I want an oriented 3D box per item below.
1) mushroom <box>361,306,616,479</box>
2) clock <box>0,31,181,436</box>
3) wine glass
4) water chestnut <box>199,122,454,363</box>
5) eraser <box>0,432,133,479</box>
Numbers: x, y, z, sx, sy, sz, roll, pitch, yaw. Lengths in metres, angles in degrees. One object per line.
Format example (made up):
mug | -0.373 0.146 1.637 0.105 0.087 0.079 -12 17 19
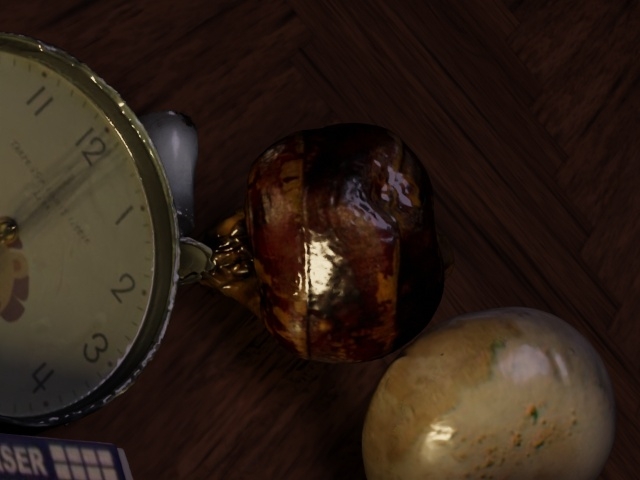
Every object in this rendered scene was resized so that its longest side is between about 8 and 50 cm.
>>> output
mushroom | 0.139 0.161 1.559 0.243 0.243 0.243 32 37 -28
clock | -0.236 -0.005 1.263 0.312 0.061 0.313 13 70 -42
wine glass | -0.136 -0.039 1.519 0.072 0.072 0.155 24 42 -37
water chestnut | 0.000 0.000 1.543 0.223 0.238 0.224 -5 90 -84
eraser | -0.243 0.197 1.135 0.279 0.081 0.124 13 49 -46
